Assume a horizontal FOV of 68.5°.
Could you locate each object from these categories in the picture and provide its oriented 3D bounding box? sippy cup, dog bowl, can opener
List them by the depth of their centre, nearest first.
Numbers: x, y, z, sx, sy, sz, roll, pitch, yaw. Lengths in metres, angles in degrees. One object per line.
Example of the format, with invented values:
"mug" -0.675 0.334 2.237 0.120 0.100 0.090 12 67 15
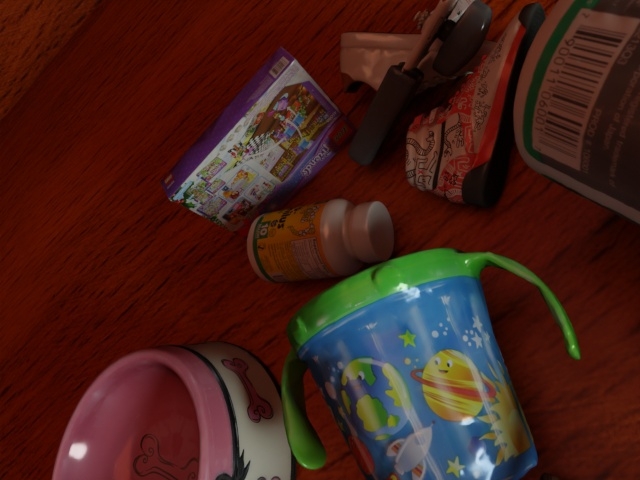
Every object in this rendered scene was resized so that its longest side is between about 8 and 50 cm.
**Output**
"sippy cup" 0.106 0.160 0.516 0.224 0.240 0.305 67 150 24
"can opener" 0.132 -0.224 0.692 0.093 0.074 0.280 41 128 9
"dog bowl" -0.243 0.343 0.710 0.408 0.150 0.408 -15 62 30

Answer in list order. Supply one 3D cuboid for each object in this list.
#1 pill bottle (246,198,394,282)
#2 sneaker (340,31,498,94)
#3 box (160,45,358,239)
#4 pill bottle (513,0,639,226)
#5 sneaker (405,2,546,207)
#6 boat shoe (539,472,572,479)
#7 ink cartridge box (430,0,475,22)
"pill bottle" 0.000 0.000 0.719 0.208 0.117 0.118 -9 64 33
"sneaker" 0.164 -0.271 0.765 0.290 0.106 0.123 16 112 31
"box" -0.098 -0.147 0.803 0.293 0.201 0.057 -45 51 9
"pill bottle" 0.328 -0.064 0.300 0.204 0.204 0.361 -48 43 7
"sneaker" 0.203 -0.189 0.652 0.145 0.090 0.270 21 100 41
"boat shoe" 0.233 0.301 0.417 0.060 0.064 0.178 5 40 15
"ink cartridge box" 0.234 -0.389 0.793 0.083 0.028 0.048 -30 55 21
